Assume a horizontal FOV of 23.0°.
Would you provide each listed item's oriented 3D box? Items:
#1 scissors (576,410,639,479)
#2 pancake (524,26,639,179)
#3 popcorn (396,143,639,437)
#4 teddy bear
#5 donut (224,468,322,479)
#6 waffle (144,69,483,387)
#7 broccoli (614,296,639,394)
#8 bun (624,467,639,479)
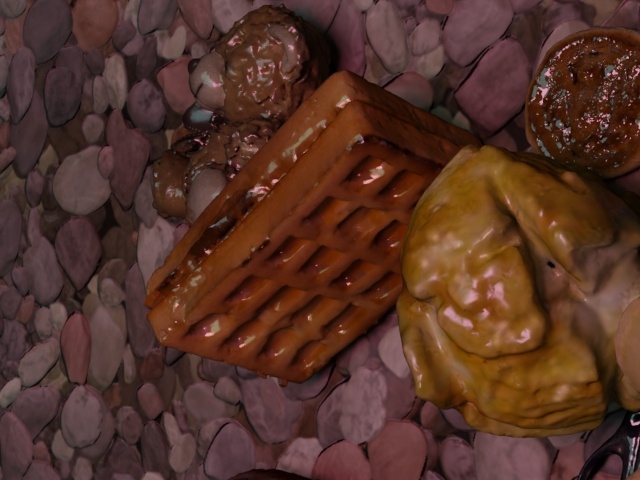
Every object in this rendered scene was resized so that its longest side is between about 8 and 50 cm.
[{"bbox_3d":[0.294,0.134,1.396,0.109,0.022,0.300,13,92,38],"label":"scissors"},{"bbox_3d":[0.255,-0.128,1.456,0.158,0.028,0.158,-7,79,38],"label":"pancake"},{"bbox_3d":[0.180,0.030,1.346,0.226,0.276,0.276,-10,77,10],"label":"popcorn"},{"bbox_3d":[-0.073,-0.126,1.663,0.267,0.156,0.256,-147,66,-70],"label":"teddy bear"},{"bbox_3d":[-0.041,0.362,1.611,0.270,0.103,0.269,-4,83,43],"label":"donut"},{"bbox_3d":[0.000,0.000,1.534,0.328,0.224,0.098,-44,45,27],"label":"waffle"},{"bbox_3d":[0.351,0.046,1.143,0.252,0.362,0.221,-107,33,-43],"label":"broccoli"},{"bbox_3d":[0.363,0.236,1.123,0.364,0.364,0.202,8,88,42],"label":"bun"}]
